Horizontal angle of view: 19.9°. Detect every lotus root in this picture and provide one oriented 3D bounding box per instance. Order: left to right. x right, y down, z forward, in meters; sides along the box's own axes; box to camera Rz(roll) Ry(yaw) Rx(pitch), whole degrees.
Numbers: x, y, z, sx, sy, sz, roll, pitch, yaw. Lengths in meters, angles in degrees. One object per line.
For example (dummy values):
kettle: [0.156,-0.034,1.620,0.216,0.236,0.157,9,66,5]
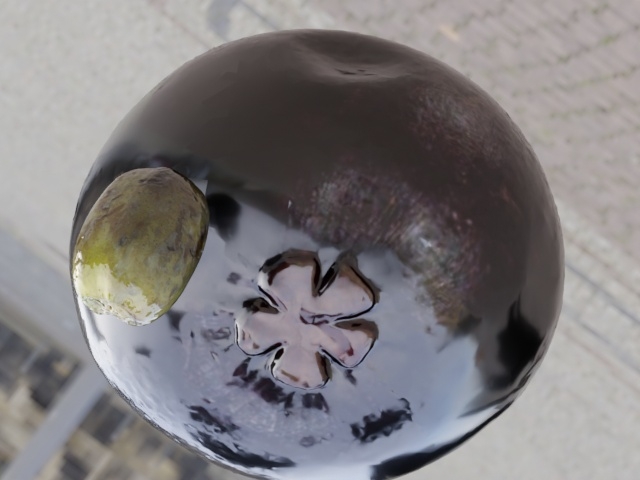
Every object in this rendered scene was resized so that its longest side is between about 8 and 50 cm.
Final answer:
lotus root: [-0.079,-0.002,0.826,0.054,0.099,0.049,19,132,3]

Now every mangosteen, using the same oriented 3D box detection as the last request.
mangosteen: [0.000,0.000,1.046,0.275,0.275,0.302,38,-163,-10]
